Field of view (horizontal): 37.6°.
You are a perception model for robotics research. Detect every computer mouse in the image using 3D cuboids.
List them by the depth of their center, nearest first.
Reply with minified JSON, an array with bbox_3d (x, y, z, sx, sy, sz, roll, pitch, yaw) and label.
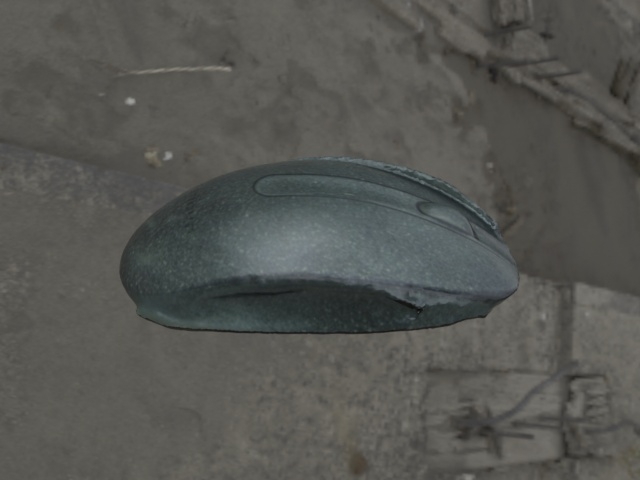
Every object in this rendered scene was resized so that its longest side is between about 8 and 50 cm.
[{"bbox_3d":[0.000,-0.002,0.862,0.203,0.373,0.114,-98,-174,-60],"label":"computer mouse"}]
